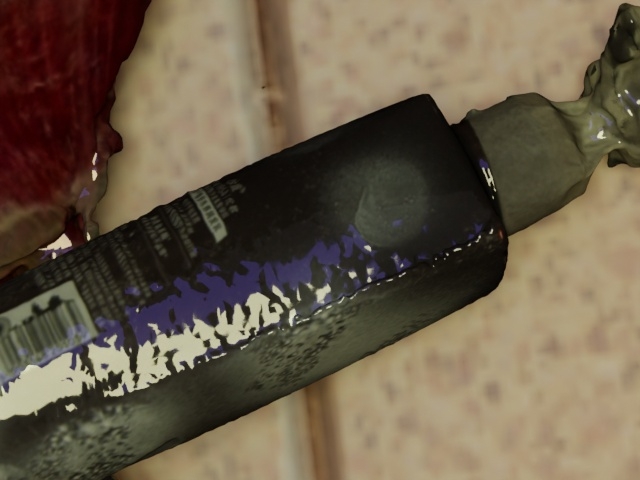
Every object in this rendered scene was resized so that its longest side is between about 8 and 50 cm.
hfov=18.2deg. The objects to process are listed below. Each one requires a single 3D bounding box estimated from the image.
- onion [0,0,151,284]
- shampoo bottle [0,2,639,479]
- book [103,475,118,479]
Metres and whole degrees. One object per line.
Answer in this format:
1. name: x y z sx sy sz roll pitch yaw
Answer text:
1. onion: -0.139 -0.105 0.544 0.227 0.120 0.283 -32 79 11
2. shampoo bottle: 0.001 0.001 0.519 0.208 0.063 0.057 -26 72 -6
3. book: -0.134 0.135 0.492 0.231 0.026 0.157 -37 55 -24
